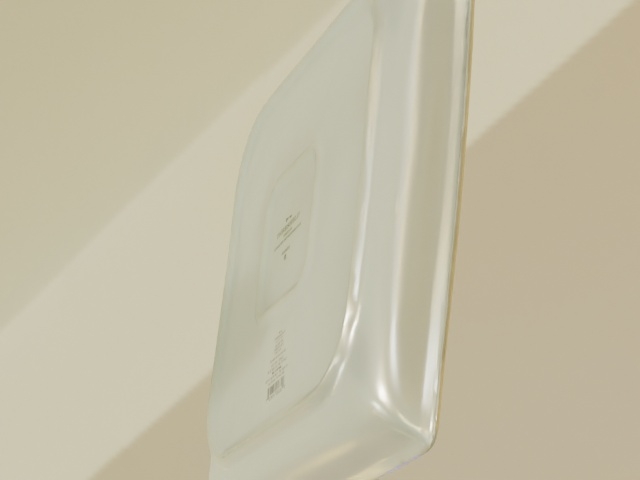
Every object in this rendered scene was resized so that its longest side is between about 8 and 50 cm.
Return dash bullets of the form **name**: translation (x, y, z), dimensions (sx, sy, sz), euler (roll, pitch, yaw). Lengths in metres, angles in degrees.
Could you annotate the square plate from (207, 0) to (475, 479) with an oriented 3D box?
- **square plate**: translation (0.000, 0.000, 1.086), dimensions (0.049, 0.344, 0.347), euler (14, -23, -17)
